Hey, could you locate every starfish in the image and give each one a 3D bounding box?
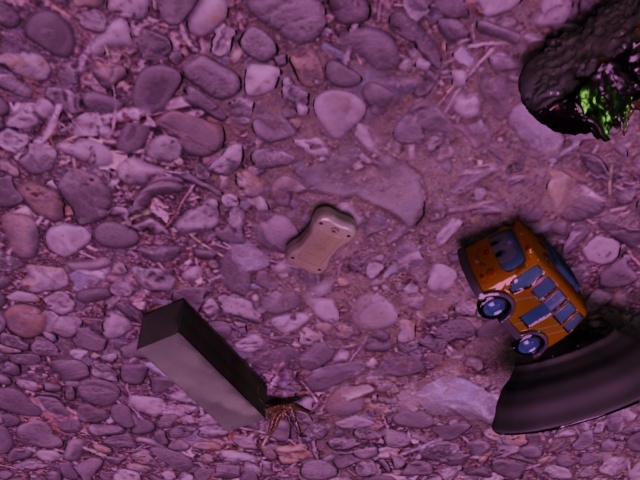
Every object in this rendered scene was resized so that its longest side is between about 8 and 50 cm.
[{"bbox_3d":[-0.061,0.322,1.612,0.130,0.041,0.133,-20,132,27],"label":"starfish"}]

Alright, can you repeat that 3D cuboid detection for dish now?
[{"bbox_3d":[0.409,0.211,1.393,0.316,0.316,0.106,-24,85,22],"label":"dish"}]

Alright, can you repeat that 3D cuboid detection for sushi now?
[{"bbox_3d":[0.352,-0.202,1.036,0.212,0.147,0.115,-36,123,25],"label":"sushi"}]

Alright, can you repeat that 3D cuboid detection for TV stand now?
[{"bbox_3d":[-0.198,0.222,1.494,0.088,0.083,0.270,-22,129,18],"label":"TV stand"}]

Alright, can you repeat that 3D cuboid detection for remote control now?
[{"bbox_3d":[0.000,0.000,1.311,0.074,0.032,0.122,25,128,-21],"label":"remote control"}]

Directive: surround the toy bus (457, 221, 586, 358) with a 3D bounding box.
[{"bbox_3d":[0.311,0.069,1.312,0.136,0.126,0.209,-35,124,19],"label":"toy bus"}]
